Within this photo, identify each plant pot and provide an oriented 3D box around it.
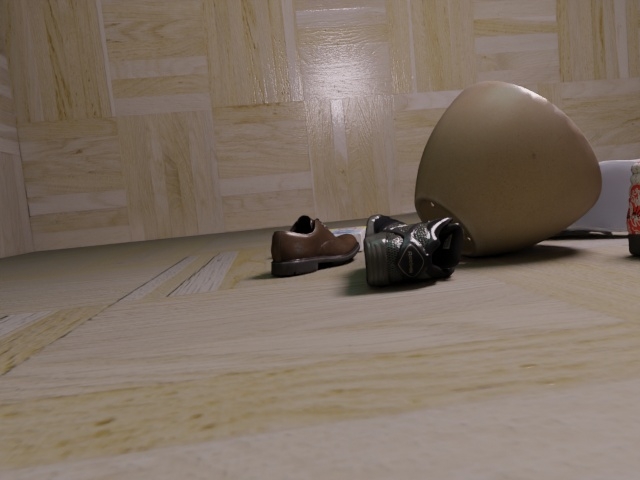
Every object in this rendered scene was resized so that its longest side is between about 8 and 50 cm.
[{"bbox_3d":[0.268,-0.083,0.804,0.191,0.284,0.284,-44,14,-10],"label":"plant pot"}]

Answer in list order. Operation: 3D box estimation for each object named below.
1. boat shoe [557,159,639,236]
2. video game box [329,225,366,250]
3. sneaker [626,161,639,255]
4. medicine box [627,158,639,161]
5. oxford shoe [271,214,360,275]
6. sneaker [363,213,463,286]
[{"bbox_3d":[0.503,-0.065,0.973,0.367,0.135,0.156,-14,-5,38],"label":"boat shoe"},{"bbox_3d":[0.015,0.000,1.155,0.187,0.048,0.205,-7,5,11],"label":"video game box"},{"bbox_3d":[0.548,-0.062,0.661,0.270,0.145,0.090,-6,4,-6],"label":"sneaker"},{"bbox_3d":[0.955,-0.150,1.255,0.289,0.149,0.263,-7,5,-26],"label":"medicine box"},{"bbox_3d":[0.000,0.000,0.875,0.083,0.096,0.227,-5,3,35],"label":"oxford shoe"},{"bbox_3d":[0.127,0.008,0.693,0.130,0.087,0.227,-3,8,5],"label":"sneaker"}]
